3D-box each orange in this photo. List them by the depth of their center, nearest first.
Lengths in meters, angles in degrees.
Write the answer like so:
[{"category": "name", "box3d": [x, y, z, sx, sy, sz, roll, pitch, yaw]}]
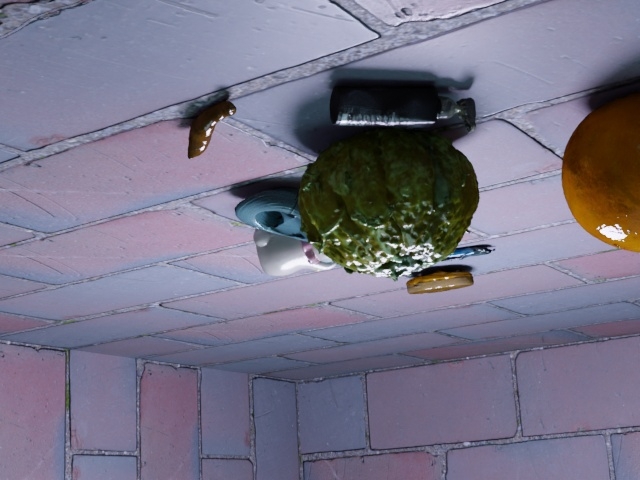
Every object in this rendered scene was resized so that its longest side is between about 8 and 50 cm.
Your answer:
[{"category": "orange", "box3d": [0.505, -0.100, 1.575, 0.284, 0.226, 0.284, -1, 159, 0]}, {"category": "orange", "box3d": [0.115, -0.056, 1.670, 0.300, 0.223, 0.301, -6, 165, -10]}]

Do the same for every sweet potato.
[{"category": "sweet potato", "box3d": [-0.168, -0.166, 1.540, 0.044, 0.044, 0.179, 4, 157, -24]}]

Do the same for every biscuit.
[{"category": "biscuit", "box3d": [0.297, 0.100, 2.626, 0.170, 0.050, 0.170, -7, 173, -1]}]

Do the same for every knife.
[{"category": "knife", "box3d": [0.257, 0.042, 2.437, 0.296, 0.026, 0.044, -9, 176, 19]}]

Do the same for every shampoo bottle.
[{"category": "shampoo bottle", "box3d": [0.119, -0.185, 1.481, 0.207, 0.063, 0.057, 0, 176, -12]}]

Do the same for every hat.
[{"category": "hat", "box3d": [-0.058, -0.056, 1.921, 0.191, 0.078, 0.138, 17, 155, -2]}]

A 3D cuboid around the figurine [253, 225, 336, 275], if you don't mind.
[{"category": "figurine", "box3d": [0.000, 0.000, 2.042, 0.235, 0.127, 0.155, -8, 146, 9]}]
